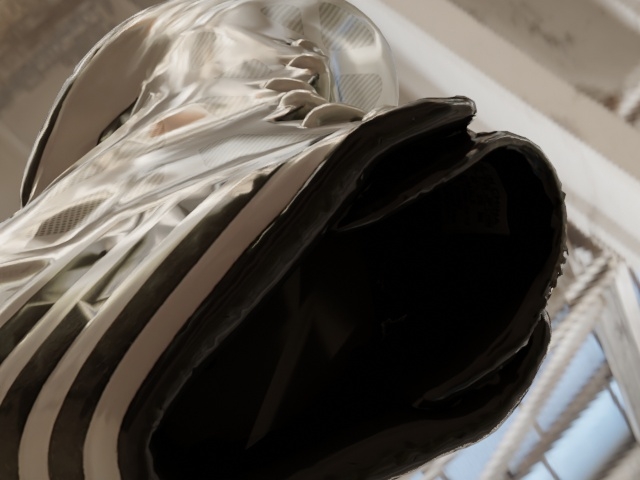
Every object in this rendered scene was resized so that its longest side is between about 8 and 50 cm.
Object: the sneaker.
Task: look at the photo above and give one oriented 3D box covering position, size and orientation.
[{"bbox_3d":[0.000,0.001,0.663,0.258,0.169,0.447,-10,-158,30],"label":"sneaker"}]
